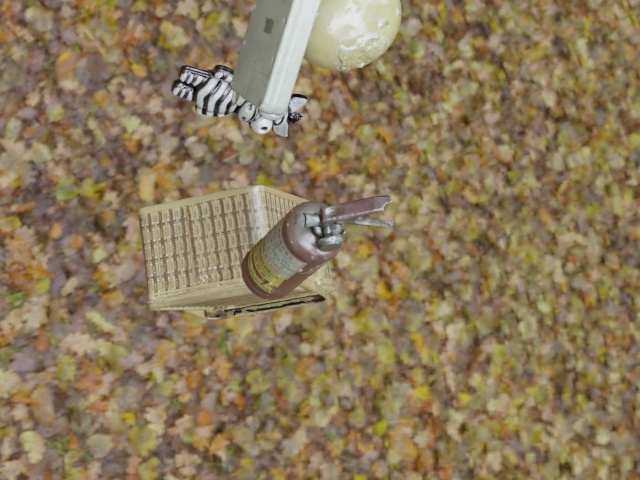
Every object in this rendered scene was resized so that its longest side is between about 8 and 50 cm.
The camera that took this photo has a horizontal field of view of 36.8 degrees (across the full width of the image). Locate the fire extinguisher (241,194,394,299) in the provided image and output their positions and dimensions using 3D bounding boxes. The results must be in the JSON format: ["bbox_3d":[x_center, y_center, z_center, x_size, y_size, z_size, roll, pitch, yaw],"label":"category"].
[{"bbox_3d":[-0.006,-0.006,1.114,0.106,0.252,0.075,-23,81,-29],"label":"fire extinguisher"}]

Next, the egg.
[{"bbox_3d":[0.038,-0.345,1.502,0.201,0.164,0.164,-38,104,-39],"label":"egg"}]

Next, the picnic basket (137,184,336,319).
[{"bbox_3d":[-0.123,0.030,1.562,0.313,0.228,0.175,12,69,-70],"label":"picnic basket"}]

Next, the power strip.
[{"bbox_3d":[-0.052,-0.296,1.292,0.046,0.118,0.270,8,109,-33],"label":"power strip"}]

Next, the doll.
[{"bbox_3d":[-0.121,-0.216,1.485,0.219,0.091,0.067,14,42,-26],"label":"doll"}]
